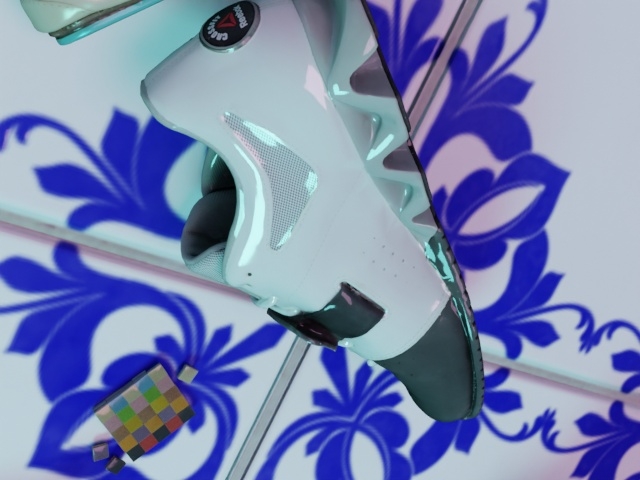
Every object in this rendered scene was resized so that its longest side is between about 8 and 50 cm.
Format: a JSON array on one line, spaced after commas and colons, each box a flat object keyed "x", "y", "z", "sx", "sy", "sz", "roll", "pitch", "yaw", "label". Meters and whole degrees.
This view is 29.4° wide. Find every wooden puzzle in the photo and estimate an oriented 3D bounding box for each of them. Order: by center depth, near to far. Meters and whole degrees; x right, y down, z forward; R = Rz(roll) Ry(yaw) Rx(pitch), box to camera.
[{"x": -0.109, "y": 0.106, "z": 0.754, "sx": 0.083, "sy": 0.006, "sz": 0.049, "roll": -36, "pitch": 127, "yaw": -11, "label": "wooden puzzle"}]

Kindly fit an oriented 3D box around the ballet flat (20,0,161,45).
[{"x": -0.038, "y": -0.174, "z": 0.617, "sx": 0.248, "sy": 0.086, "sz": 0.086, "roll": -23, "pitch": 123, "yaw": -19, "label": "ballet flat"}]

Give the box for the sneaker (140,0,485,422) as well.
[{"x": 0.000, "y": 0.000, "z": 0.713, "sx": 0.146, "sy": 0.122, "sz": 0.330, "roll": -23, "pitch": 128, "yaw": 3, "label": "sneaker"}]
